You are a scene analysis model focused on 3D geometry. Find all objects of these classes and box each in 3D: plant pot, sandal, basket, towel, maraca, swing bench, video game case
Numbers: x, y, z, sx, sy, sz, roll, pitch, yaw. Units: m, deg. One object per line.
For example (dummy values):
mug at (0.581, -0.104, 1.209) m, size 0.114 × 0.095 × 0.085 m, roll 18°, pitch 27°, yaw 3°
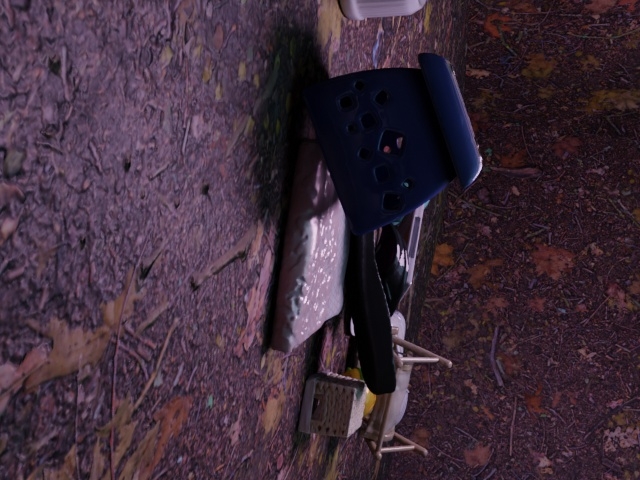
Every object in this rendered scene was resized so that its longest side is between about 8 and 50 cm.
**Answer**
plant pot at (0.126, -0.164, 1.115) m, size 0.236 × 0.212 × 0.235 m, roll -49°, pitch 120°, yaw -74°
sandal at (0.118, 0.085, 1.448) m, size 0.167 × 0.107 × 0.445 m, roll -149°, pitch -129°, yaw -73°
basket at (0.030, 0.336, 1.473) m, size 0.167 × 0.103 × 0.113 m, roll 23°, pitch 76°, yaw -75°
towel at (0.000, 0.000, 1.234) m, size 0.317 × 0.053 × 0.331 m, roll -16°, pitch 114°, yaw -75°
maraca at (0.073, 0.360, 1.694) m, size 0.186 × 0.099 × 0.127 m, roll 169°, pitch -64°, yaw -77°
swing bench at (0.162, 0.370, 1.795) m, size 0.255 × 0.165 × 0.253 m, roll 27°, pitch -72°, yaw 58°
video game case at (0.172, 0.056, 1.624) m, size 0.285 × 0.025 × 0.204 m, roll -72°, pitch -174°, yaw -46°

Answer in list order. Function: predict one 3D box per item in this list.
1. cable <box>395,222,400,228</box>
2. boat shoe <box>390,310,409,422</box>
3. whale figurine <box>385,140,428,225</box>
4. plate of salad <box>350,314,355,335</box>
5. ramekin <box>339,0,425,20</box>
cable at (0.194, 0.004, 1.885) m, size 0.184 × 0.047 × 0.150 m, roll -62°, pitch -175°, yaw 21°
boat shoe at (0.189, 0.393, 2.090) m, size 0.156 × 0.136 × 0.367 m, roll -38°, pitch 133°, yaw -70°
whale figurine at (0.213, -0.139, 1.802) m, size 0.272 × 0.141 × 0.216 m, roll -35°, pitch 133°, yaw -74°
plate of salad at (0.107, 0.136, 1.764) m, size 0.200 × 0.048 × 0.199 m, roll -53°, pitch 154°, yaw -41°
ramekin at (0.121, -0.505, 1.211) m, size 0.273 × 0.127 × 0.272 m, roll 10°, pitch 90°, yaw -76°
